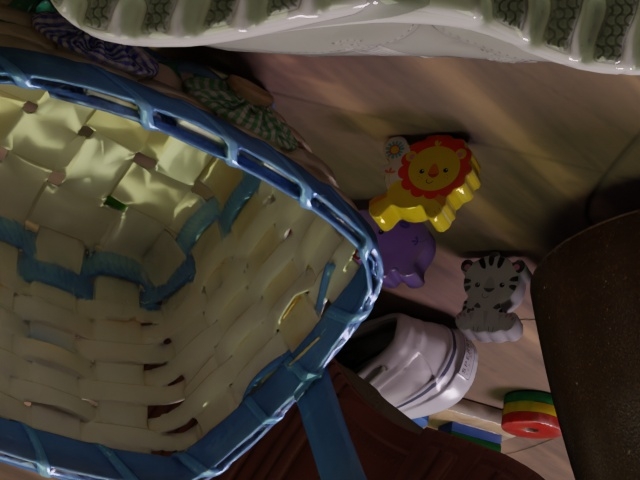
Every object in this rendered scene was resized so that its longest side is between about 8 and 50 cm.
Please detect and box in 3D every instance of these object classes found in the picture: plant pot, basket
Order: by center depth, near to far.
[{"bbox_3d":[-0.103,0.026,0.651,0.254,0.289,0.201,22,125,-30],"label":"basket"},{"bbox_3d":[0.223,0.125,0.819,0.215,0.230,0.215,1,155,0],"label":"plant pot"}]

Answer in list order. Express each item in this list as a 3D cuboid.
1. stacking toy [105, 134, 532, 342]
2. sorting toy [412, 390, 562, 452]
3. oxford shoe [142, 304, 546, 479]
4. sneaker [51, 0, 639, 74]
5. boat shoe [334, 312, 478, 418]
[{"bbox_3d":[0.000,0.000,0.874,0.221,0.052,0.167,1,155,22],"label":"stacking toy"},{"bbox_3d":[0.066,0.160,1.230,0.132,0.046,0.274,18,156,-22],"label":"sorting toy"},{"bbox_3d":[0.013,0.157,0.957,0.397,0.140,0.146,30,169,43],"label":"oxford shoe"},{"bbox_3d":[0.048,-0.115,0.556,0.281,0.105,0.115,4,-173,6],"label":"sneaker"},{"bbox_3d":[0.006,0.096,1.078,0.075,0.083,0.226,34,136,-27],"label":"boat shoe"}]
